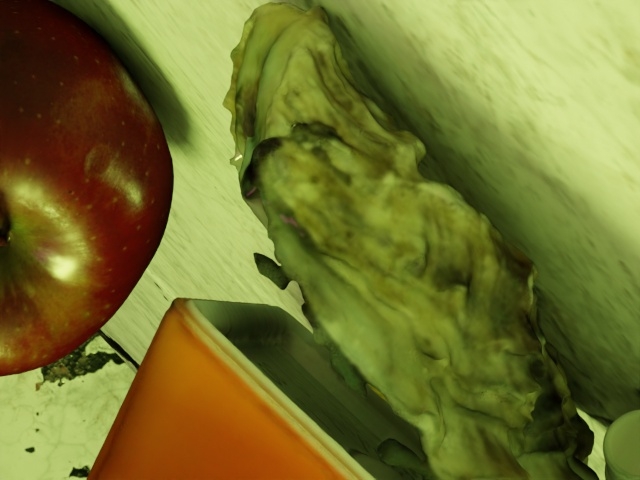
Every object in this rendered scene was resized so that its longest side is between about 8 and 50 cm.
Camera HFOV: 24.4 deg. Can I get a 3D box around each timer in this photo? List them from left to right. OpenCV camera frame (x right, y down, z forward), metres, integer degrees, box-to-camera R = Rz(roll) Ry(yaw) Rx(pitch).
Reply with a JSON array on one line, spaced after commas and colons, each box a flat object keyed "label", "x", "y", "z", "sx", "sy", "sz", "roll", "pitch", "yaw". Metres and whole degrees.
[{"label": "timer", "x": 0.022, "y": 0.156, "z": 0.761, "sx": 0.250, "sy": 0.161, "sz": 0.257, "roll": 27, "pitch": -179, "yaw": 10}]

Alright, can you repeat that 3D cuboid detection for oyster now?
[{"label": "oyster", "x": 0.052, "y": 0.033, "z": 0.781, "sx": 0.351, "sy": 0.114, "sz": 0.238, "roll": 57, "pitch": 180, "yaw": -15}]

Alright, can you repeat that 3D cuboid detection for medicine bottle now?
[{"label": "medicine bottle", "x": 0.183, "y": 0.132, "z": 0.810, "sx": 0.052, "sy": 0.052, "sz": 0.089, "roll": 35, "pitch": 163, "yaw": 37}]

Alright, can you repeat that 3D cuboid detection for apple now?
[{"label": "apple", "x": -0.257, "y": -0.051, "z": 1.124, "sx": 0.288, "sy": 0.288, "sz": 0.317, "roll": 55, "pitch": 176, "yaw": -36}]

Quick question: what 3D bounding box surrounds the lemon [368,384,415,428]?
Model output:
[{"label": "lemon", "x": 0.025, "y": 0.239, "z": 1.126, "sx": 0.297, "sy": 0.297, "sz": 0.297, "roll": 42, "pitch": 166, "yaw": 13}]
